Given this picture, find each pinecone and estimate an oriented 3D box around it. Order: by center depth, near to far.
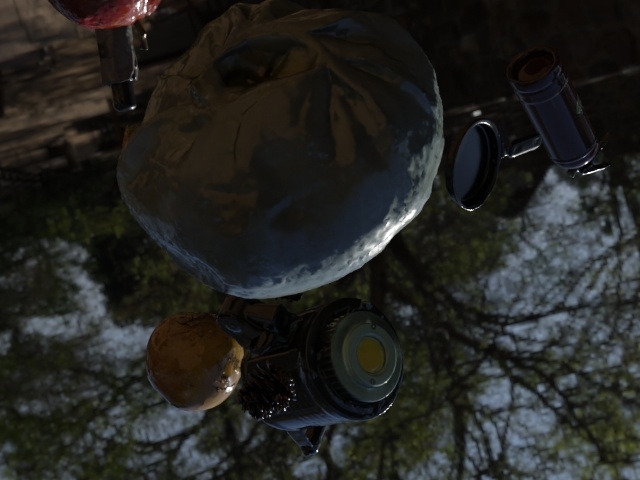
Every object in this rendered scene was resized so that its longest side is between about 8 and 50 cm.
[{"bbox_3d":[-0.076,0.210,1.327,0.083,0.077,0.077,-37,-167,-17],"label":"pinecone"}]

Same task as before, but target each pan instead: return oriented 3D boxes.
[{"bbox_3d":[0.257,-0.126,1.429,0.028,0.136,0.235,18,-151,41],"label":"pan"}]

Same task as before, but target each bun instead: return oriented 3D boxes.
[{"bbox_3d":[-0.047,-0.108,0.990,0.354,0.354,0.194,-16,148,5],"label":"bun"}]

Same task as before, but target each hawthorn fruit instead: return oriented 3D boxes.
[{"bbox_3d":[-0.319,-0.399,1.414,0.205,0.253,0.205,-32,-161,13],"label":"hawthorn fruit"}]

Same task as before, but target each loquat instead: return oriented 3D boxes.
[{"bbox_3d":[-0.290,0.276,2.218,0.235,0.235,0.235,-16,-173,2],"label":"loquat"}]

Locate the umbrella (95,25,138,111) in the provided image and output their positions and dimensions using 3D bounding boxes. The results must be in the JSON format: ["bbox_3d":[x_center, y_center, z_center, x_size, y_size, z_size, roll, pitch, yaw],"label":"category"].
[{"bbox_3d":[-0.391,-0.411,1.795,0.073,0.337,0.067,-5,-174,20],"label":"umbrella"}]

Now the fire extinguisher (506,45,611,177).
[{"bbox_3d":[0.482,-0.233,1.853,0.138,0.344,0.102,-47,-140,-7],"label":"fire extinguisher"}]

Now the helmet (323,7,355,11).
[{"bbox_3d":[0.020,-0.250,1.485,0.198,0.224,0.130,19,-173,-10],"label":"helmet"}]

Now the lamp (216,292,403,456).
[{"bbox_3d":[0.013,0.219,1.622,0.272,0.374,0.205,-1,-129,38],"label":"lamp"}]

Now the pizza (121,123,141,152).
[{"bbox_3d":[-0.338,-0.196,2.027,0.056,0.134,0.271,-25,180,40],"label":"pizza"}]
